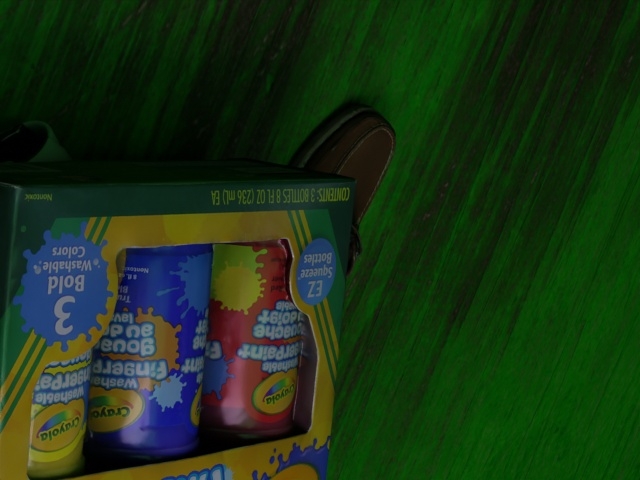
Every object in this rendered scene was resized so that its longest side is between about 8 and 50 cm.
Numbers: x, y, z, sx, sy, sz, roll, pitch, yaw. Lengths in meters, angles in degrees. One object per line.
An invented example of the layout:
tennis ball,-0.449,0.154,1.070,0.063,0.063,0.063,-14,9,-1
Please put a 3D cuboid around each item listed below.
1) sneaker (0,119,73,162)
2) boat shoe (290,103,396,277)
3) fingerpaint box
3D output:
sneaker,-0.319,0.000,1.760,0.256,0.094,0.151,-50,142,-26
boat shoe,0.000,0.000,2.049,0.307,0.104,0.111,-56,136,-5
fingerpaint box,-0.174,0.117,1.749,0.445,0.163,0.371,-2,101,-51
